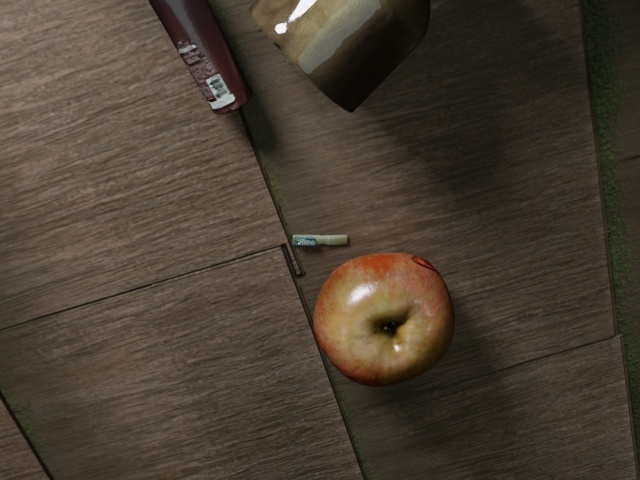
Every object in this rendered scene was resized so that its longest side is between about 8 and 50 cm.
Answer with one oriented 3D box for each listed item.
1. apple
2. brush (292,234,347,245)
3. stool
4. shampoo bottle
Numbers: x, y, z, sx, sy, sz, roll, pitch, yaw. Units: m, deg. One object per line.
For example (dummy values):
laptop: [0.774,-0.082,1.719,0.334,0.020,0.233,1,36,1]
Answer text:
apple: [0.096,0.112,1.052,0.209,0.164,0.209,-2,104,-6]
brush: [0.000,0.000,1.070,0.083,0.013,0.016,-1,114,-7]
stool: [0.066,-0.305,0.837,0.179,0.179,0.264,39,107,-21]
shampoo bottle: [-0.166,-0.273,0.895,0.068,0.067,0.236,-28,115,-3]
